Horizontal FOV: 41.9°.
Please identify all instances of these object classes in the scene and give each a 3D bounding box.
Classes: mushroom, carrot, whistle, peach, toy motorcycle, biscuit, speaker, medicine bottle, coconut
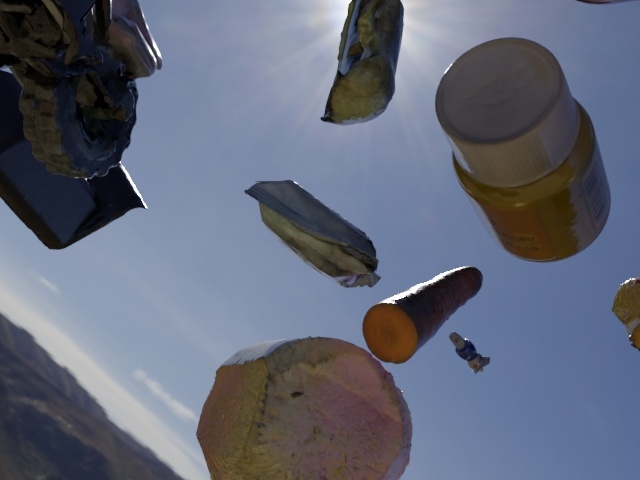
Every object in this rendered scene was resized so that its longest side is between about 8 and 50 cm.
[{"bbox_3d":[0.096,-0.354,1.592,0.130,0.344,0.247,18,-46,-8],"label":"mushroom"},{"bbox_3d":[0.120,0.064,0.867,0.061,0.210,0.061,10,-71,32],"label":"carrot"},{"bbox_3d":[0.224,0.167,1.262,0.083,0.033,0.029,46,-2,-20],"label":"whistle"},{"bbox_3d":[0.543,0.117,1.355,0.151,0.118,0.151,49,18,-22],"label":"peach"},{"bbox_3d":[-0.158,-0.183,0.454,0.143,0.188,0.327,9,-28,17],"label":"toy motorcycle"},{"bbox_3d":[0.004,0.003,1.150,0.186,0.079,0.309,34,-5,9],"label":"biscuit"},{"bbox_3d":[-0.443,-0.140,1.370,0.180,0.184,0.388,55,-9,21],"label":"speaker"},{"bbox_3d":[0.324,-0.132,1.328,0.224,0.224,0.384,23,-12,33],"label":"medicine bottle"},{"bbox_3d":[-0.031,0.230,0.975,0.233,0.233,0.245,42,-24,-8],"label":"coconut"}]

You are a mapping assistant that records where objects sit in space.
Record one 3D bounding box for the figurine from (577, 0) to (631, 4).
[{"bbox_3d":[0.383,-0.339,0.815,0.261,0.211,0.269,15,-18,5],"label":"figurine"}]
